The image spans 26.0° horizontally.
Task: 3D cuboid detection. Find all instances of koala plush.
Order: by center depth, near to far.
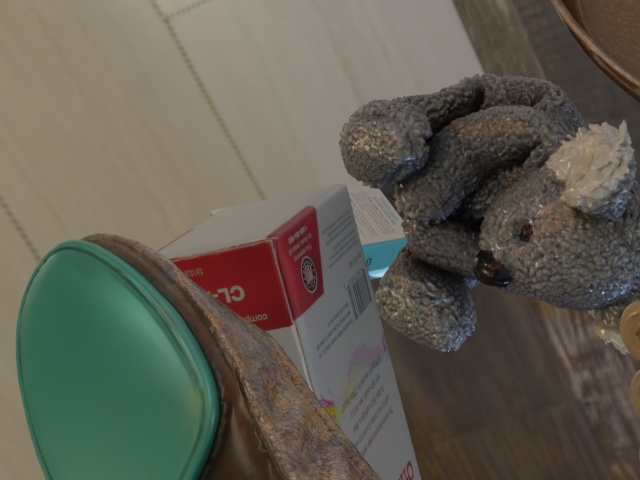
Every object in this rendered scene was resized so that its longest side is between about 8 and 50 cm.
[{"bbox_3d":[0.159,-0.019,0.989,0.203,0.221,0.196,-25,115,-20],"label":"koala plush"}]

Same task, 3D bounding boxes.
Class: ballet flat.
[{"bbox_3d":[-0.017,0.107,0.503,0.106,0.316,0.108,22,109,-41],"label":"ballet flat"}]

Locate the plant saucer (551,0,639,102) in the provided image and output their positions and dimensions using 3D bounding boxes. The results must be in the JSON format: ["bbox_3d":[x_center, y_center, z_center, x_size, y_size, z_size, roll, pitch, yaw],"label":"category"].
[{"bbox_3d":[0.179,-0.099,0.563,0.198,0.199,0.036,10,141,-1],"label":"plant saucer"}]

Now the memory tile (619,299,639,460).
[{"bbox_3d":[0.212,0.101,0.731,0.113,0.012,0.148,-3,101,51],"label":"memory tile"}]

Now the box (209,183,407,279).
[{"bbox_3d":[0.000,0.000,1.573,0.244,0.100,0.060,-9,135,-27],"label":"box"}]

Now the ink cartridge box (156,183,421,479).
[{"bbox_3d":[-0.014,0.073,0.683,0.072,0.127,0.175,-11,100,18],"label":"ink cartridge box"}]
